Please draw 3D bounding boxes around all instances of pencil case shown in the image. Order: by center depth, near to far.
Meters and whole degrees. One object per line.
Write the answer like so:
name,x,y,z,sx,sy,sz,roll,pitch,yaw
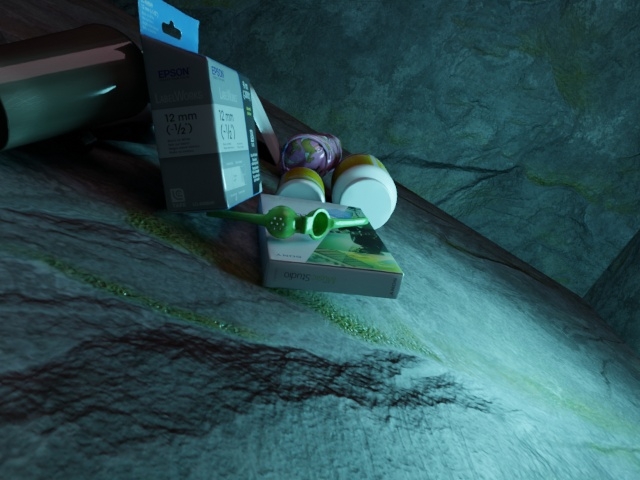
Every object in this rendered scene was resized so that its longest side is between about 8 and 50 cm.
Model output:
pencil case,-0.022,-0.274,1.606,0.167,0.160,0.386,11,15,7

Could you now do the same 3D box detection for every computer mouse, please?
computer mouse,-0.402,-0.242,0.946,0.188,0.072,0.272,37,25,20

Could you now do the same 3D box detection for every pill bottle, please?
pill bottle,-0.048,-0.112,1.179,0.117,0.118,0.208,28,16,-11
pill bottle,0.124,-0.145,1.454,0.187,0.188,0.334,29,17,-8

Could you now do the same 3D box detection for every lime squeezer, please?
lime squeezer,-0.039,-0.029,0.864,0.310,0.059,0.110,1,-6,-19

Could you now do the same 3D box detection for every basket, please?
basket,-0.407,-0.228,0.731,0.204,0.154,0.227,7,30,25

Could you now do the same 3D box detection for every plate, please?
plate,-0.208,-0.415,1.625,0.277,0.045,0.278,65,-2,-30

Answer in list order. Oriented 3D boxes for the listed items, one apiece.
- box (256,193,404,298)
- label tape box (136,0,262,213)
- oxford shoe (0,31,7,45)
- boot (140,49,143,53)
box,0.000,0.000,0.934,0.232,0.059,0.322,7,24,-13
label tape box,-0.199,-0.238,0.868,0.115,0.348,0.249,-2,12,7
oxford shoe,-0.651,-0.371,0.943,0.098,0.097,0.271,43,9,-43
boot,-0.330,-0.352,1.202,0.284,0.138,0.377,46,8,-18
